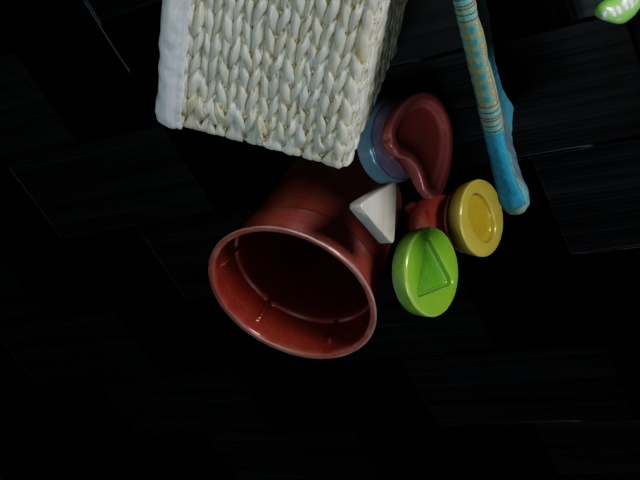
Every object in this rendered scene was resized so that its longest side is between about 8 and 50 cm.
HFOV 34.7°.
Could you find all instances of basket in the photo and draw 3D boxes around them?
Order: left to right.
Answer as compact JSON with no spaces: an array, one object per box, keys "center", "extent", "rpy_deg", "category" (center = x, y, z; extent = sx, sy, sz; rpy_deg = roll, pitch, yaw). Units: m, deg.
[{"center":[-0.029,-0.326,1.306],"extent":[0.267,0.328,0.331],"rpy_deg":[16,135,5],"category":"basket"}]

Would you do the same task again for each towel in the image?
[{"center":[0.207,-0.249,1.306],"extent":[0.040,0.271,0.370],"rpy_deg":[-11,126,12],"category":"towel"}]

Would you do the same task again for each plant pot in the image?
[{"center":[0.000,0.000,1.636],"extent":[0.272,0.265,0.272],"rpy_deg":[14,135,15],"category":"plant pot"}]

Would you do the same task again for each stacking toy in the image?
[{"center":[0.122,-0.046,1.538],"extent":[0.130,0.279,0.309],"rpy_deg":[-3,131,42],"category":"stacking toy"}]

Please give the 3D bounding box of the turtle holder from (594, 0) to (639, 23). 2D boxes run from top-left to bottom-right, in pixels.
[{"center":[0.333,-0.382,1.134],"extent":[0.320,0.243,0.227],"rpy_deg":[31,123,16],"category":"turtle holder"}]
